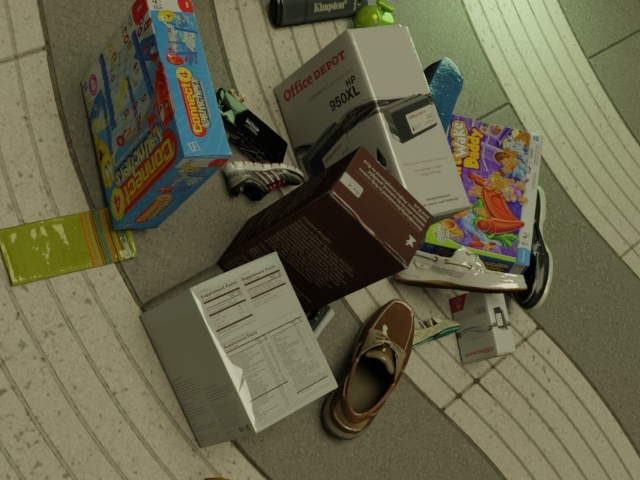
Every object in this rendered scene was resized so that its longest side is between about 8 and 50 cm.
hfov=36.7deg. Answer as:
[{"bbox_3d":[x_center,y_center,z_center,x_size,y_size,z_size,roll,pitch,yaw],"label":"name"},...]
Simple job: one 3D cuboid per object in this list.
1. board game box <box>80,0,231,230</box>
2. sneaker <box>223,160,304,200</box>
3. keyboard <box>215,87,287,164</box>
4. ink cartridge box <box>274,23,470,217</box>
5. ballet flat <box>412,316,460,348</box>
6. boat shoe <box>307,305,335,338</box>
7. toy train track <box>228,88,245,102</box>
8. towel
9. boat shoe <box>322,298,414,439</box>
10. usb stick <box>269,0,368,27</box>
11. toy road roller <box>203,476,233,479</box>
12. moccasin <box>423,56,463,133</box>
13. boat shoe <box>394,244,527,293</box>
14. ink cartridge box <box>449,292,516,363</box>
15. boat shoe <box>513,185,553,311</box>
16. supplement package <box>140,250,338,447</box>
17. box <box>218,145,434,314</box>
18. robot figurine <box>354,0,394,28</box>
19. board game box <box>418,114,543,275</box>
[{"bbox_3d":[-0.291,-0.212,1.650,0.086,0.308,0.301,-4,70,-36],"label":"board game box"},{"bbox_3d":[-0.111,-0.112,1.918,0.171,0.063,0.074,3,72,-30],"label":"sneaker"},{"bbox_3d":[-0.151,-0.216,1.950,0.192,0.038,0.100,39,41,-25],"label":"keyboard"},{"bbox_3d":[0.095,-0.195,1.952,0.166,0.285,0.394,-13,81,-38],"label":"ink cartridge box"},{"bbox_3d":[0.232,0.189,2.062,0.168,0.057,0.052,-16,73,-39],"label":"ballet flat"},{"bbox_3d":[-0.022,0.172,1.891,0.040,0.049,0.142,46,46,-6],"label":"boat shoe"},{"bbox_3d":[-0.159,-0.275,1.972,0.048,0.014,0.083,-37,97,-38],"label":"toy train track"},{"bbox_3d":[-0.433,0.005,1.668,0.237,0.021,0.102,-15,82,-38],"label":"towel"},{"bbox_3d":[0.117,0.243,1.903,0.123,0.116,0.324,29,56,-4],"label":"boat shoe"},{"bbox_3d":[-0.001,-0.526,2.150,0.278,0.045,0.077,-19,113,-40],"label":"usb stick"},{"bbox_3d":[-0.060,0.527,1.606,0.330,0.241,0.202,26,60,-26],"label":"toy road roller"},{"bbox_3d":[0.226,-0.278,2.190,0.137,0.117,0.342,51,48,-15],"label":"moccasin"},{"bbox_3d":[0.298,0.057,2.038,0.277,0.098,0.096,7,81,10],"label":"boat shoe"},{"bbox_3d":[0.354,0.186,2.114,0.063,0.109,0.150,0,73,-39],"label":"ink cartridge box"},{"bbox_3d":[0.460,0.000,2.249,0.113,0.127,0.339,22,60,-27],"label":"boat shoe"},{"bbox_3d":[-0.144,0.192,1.693,0.198,0.199,0.262,-24,88,-39],"label":"supplement package"},{"bbox_3d":[0.000,0.000,1.750,0.191,0.381,0.143,44,53,-15],"label":"box"},{"bbox_3d":[0.123,-0.502,2.214,0.067,0.101,0.115,44,25,22],"label":"robot figurine"},{"bbox_3d":[0.365,-0.103,2.185,0.234,0.078,0.347,13,63,-1],"label":"board game box"}]
